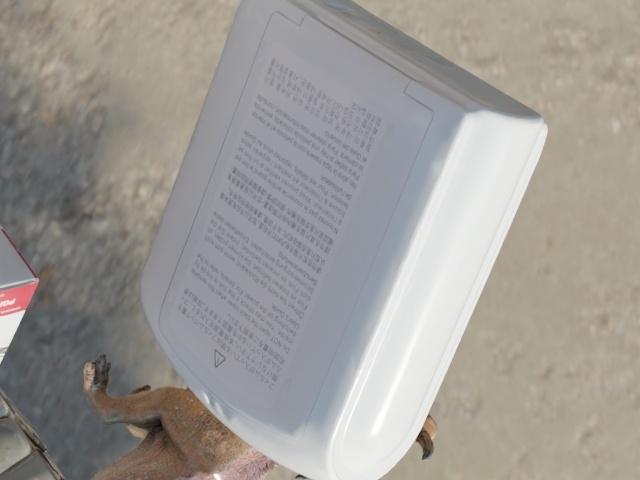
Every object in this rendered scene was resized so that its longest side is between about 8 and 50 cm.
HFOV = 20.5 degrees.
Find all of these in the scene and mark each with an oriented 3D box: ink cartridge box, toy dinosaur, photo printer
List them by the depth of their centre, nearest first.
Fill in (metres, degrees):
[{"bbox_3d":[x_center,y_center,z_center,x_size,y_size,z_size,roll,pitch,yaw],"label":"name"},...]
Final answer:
[{"bbox_3d":[0.000,0.000,1.241,0.107,0.256,0.308,3,115,-45],"label":"photo printer"},{"bbox_3d":[-0.273,0.045,1.299,0.099,0.056,0.135,50,131,25],"label":"ink cartridge box"},{"bbox_3d":[-0.057,0.145,1.353,0.200,0.295,0.127,43,152,25],"label":"toy dinosaur"}]

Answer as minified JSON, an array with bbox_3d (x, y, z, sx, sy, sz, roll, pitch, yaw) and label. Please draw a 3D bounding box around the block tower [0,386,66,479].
[{"bbox_3d":[-0.177,0.060,0.705,0.091,0.097,0.335,-34,75,-10],"label":"block tower"}]
